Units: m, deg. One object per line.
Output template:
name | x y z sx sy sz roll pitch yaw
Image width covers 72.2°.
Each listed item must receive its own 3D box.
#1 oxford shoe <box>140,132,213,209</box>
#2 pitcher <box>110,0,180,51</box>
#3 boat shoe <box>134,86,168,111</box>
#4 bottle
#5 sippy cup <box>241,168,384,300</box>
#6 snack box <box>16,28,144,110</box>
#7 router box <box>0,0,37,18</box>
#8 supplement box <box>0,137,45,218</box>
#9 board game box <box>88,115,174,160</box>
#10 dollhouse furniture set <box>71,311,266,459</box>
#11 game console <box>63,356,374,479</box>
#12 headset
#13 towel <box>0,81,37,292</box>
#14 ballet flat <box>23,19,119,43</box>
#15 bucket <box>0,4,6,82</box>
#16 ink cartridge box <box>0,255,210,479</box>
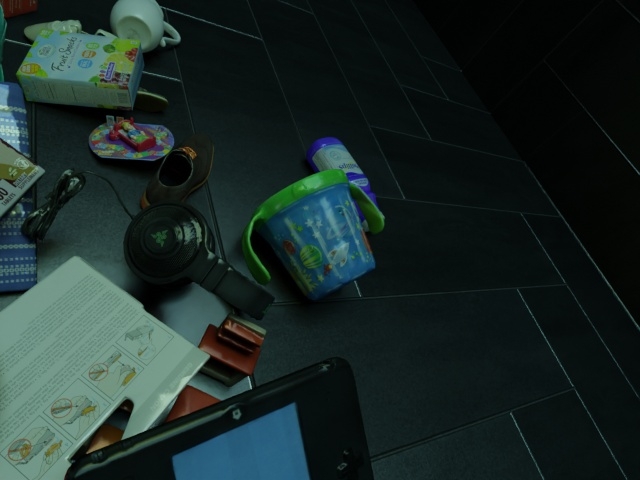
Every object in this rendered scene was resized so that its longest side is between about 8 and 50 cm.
oxford shoe | -0.287 -0.163 0.947 0.096 0.098 0.271 28 44 -15
pitcher | -0.451 -0.562 1.154 0.177 0.125 0.207 31 30 -34
boat shoe | -0.433 -0.341 1.020 0.152 0.056 0.049 4 59 -34
bottle | 0.073 -0.155 1.209 0.118 0.092 0.283 -15 66 -44
sippy cup | 0.000 0.000 0.950 0.224 0.305 0.240 63 1 7
snack box | -0.501 -0.366 0.938 0.206 0.070 0.175 1 53 -11
router box | -0.840 -0.581 0.899 0.335 0.082 0.301 37 42 -5
supplement box | -0.528 -0.123 0.590 0.239 0.073 0.130 43 61 -27
board game box | -0.398 -0.224 0.925 0.168 0.033 0.133 1 46 -13
dollhouse furniture set | -0.178 0.252 0.659 0.262 0.135 0.259 30 44 -12
game console | -0.083 0.369 0.560 0.386 0.060 0.342 -11 95 -35
headset | -0.264 0.029 0.730 0.394 0.243 0.185 38 79 -12
towel | -0.560 -0.083 0.631 0.243 0.040 0.336 -4 87 -39
ballet flat | -0.542 -0.463 1.021 0.248 0.086 0.086 14 49 -27
bucket | -0.682 -0.320 0.727 0.281 0.183 0.281 19 47 -22
ink cartridge box | -0.337 0.196 0.560 0.261 0.066 0.296 33 54 10
